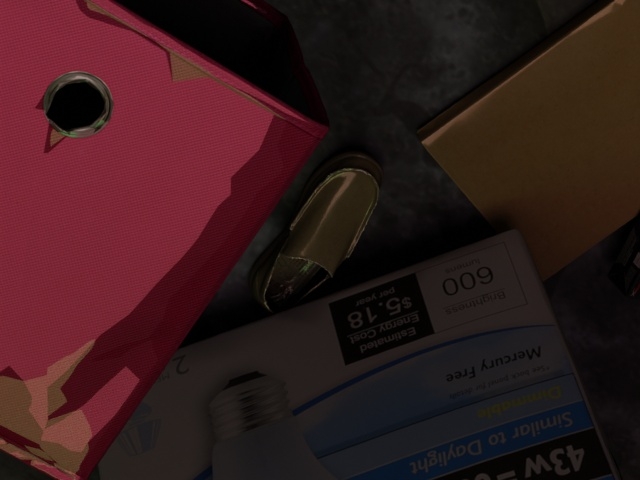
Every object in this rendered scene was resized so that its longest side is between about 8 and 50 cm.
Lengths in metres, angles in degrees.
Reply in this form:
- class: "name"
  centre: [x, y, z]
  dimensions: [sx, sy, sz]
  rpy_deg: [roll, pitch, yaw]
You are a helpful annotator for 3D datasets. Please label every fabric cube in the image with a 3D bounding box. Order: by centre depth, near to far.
- class: "fabric cube"
  centre: [-0.179, -0.061, 1.132]
  dimensions: [0.254, 0.259, 0.258]
  rpy_deg: [31, 104, -16]

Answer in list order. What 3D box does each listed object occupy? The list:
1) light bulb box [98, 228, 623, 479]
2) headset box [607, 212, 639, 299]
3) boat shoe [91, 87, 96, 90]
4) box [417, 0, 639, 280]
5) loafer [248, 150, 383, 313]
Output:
- class: "light bulb box"
  centre: [0.049, 0.239, 1.370]
  dimensions: [0.358, 0.361, 0.225]
  rpy_deg: [-21, 135, 4]
- class: "headset box"
  centre: [0.270, 0.014, 1.472]
  dimensions: [0.083, 0.032, 0.062]
  rpy_deg: [5, 122, -33]
- class: "boat shoe"
  centre: [-0.265, -0.058, 1.318]
  dimensions: [0.341, 0.110, 0.122]
  rpy_deg: [-24, 120, 6]
- class: "box"
  centre: [0.198, -0.081, 1.423]
  dimensions: [0.201, 0.021, 0.164]
  rpy_deg: [-36, 118, 13]
- class: "loafer"
  centre: [0.000, 0.000, 1.424]
  dimensions: [0.056, 0.050, 0.148]
  rpy_deg: [24, 115, -21]
